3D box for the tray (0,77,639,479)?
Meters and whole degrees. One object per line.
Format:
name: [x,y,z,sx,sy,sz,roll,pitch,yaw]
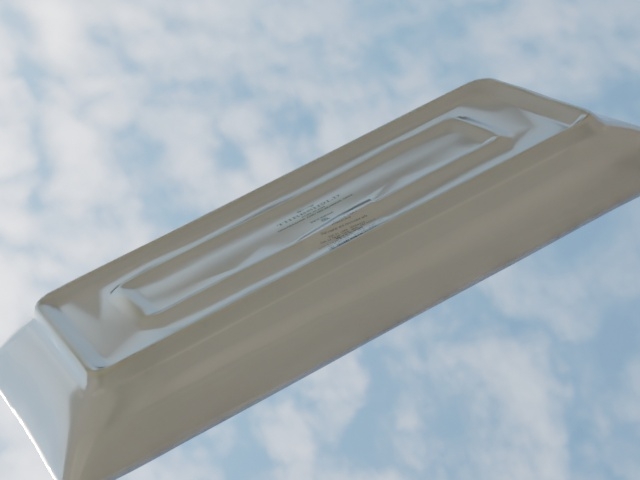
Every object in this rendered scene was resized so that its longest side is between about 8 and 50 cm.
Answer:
tray: [0.000,0.000,0.632,0.270,0.030,0.145,-27,-156,-15]
